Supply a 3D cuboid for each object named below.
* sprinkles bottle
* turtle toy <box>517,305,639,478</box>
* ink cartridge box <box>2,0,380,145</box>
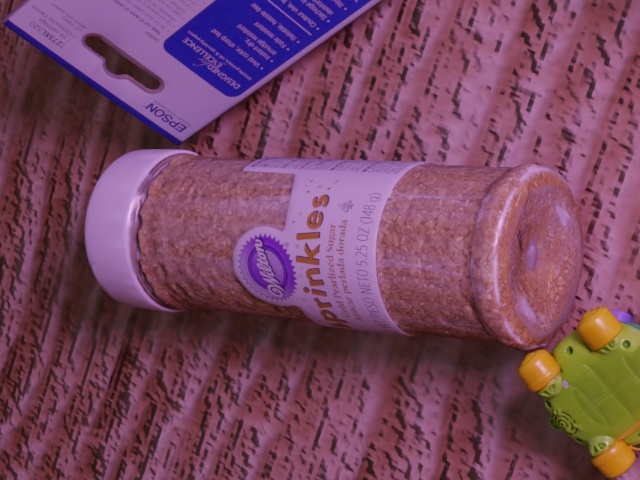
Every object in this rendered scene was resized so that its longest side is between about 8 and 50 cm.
[{"bbox_3d":[0.000,0.000,1.083,0.355,0.121,0.121,4,92,37],"label":"sprinkles bottle"},{"bbox_3d":[0.192,0.079,0.969,0.130,0.066,0.095,-40,90,27],"label":"turtle toy"},{"bbox_3d":[-0.037,-0.216,1.079,0.371,0.175,0.069,-34,38,30],"label":"ink cartridge box"}]
